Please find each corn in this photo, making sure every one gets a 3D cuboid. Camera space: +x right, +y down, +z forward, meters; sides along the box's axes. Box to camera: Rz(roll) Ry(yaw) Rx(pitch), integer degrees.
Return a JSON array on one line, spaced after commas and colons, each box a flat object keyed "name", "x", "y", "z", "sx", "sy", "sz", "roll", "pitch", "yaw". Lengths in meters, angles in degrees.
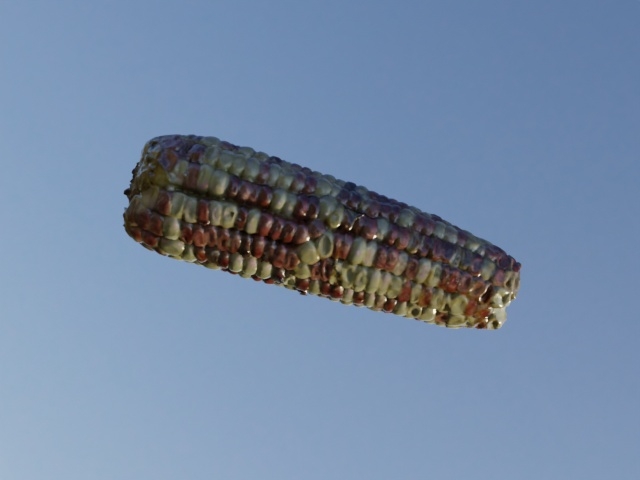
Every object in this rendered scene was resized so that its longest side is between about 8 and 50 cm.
[{"name": "corn", "x": 0.000, "y": 0.000, "z": 1.006, "sx": 0.237, "sy": 0.079, "sz": 0.079, "roll": 19, "pitch": -29, "yaw": -3}]
